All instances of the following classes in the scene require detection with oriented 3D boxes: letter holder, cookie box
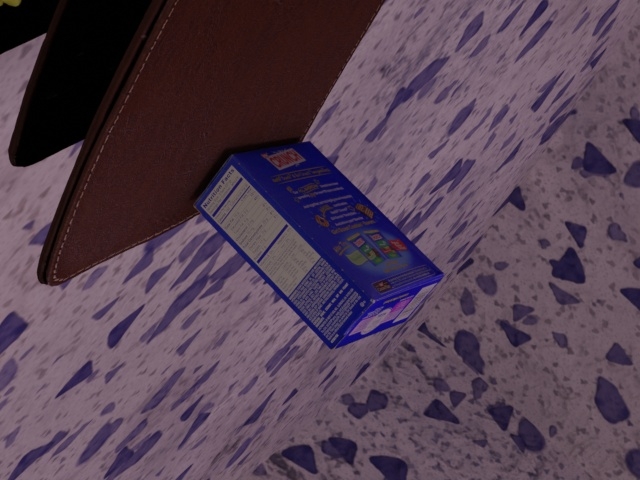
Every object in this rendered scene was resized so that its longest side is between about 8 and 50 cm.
[{"bbox_3d":[-0.071,-0.147,0.899,0.214,0.152,0.302,-33,161,-47],"label":"letter holder"},{"bbox_3d":[0.000,0.000,0.987,0.040,0.107,0.092,-50,164,23],"label":"cookie box"}]

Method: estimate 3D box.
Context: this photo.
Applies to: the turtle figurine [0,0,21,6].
[{"bbox_3d":[-0.234,-0.055,0.754,0.217,0.087,0.269,-46,-169,-31],"label":"turtle figurine"}]
